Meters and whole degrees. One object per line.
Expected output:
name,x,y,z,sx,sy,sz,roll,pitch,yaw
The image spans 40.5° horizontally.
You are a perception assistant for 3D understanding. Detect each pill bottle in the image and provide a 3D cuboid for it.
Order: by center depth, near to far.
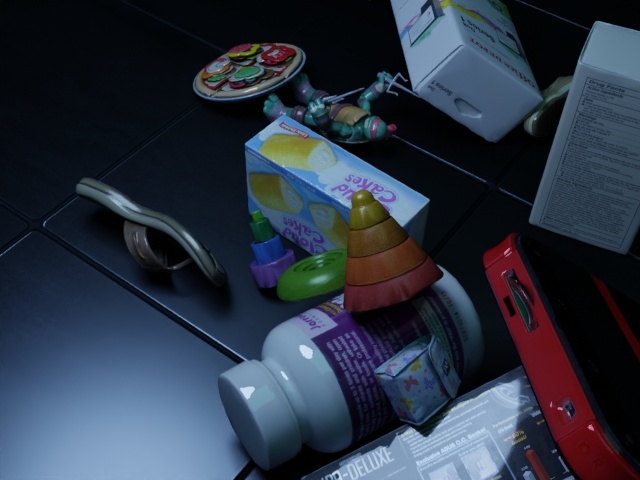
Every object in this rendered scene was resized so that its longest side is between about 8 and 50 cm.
pill bottle,0.036,0.152,1.055,0.302,0.169,0.169,-25,54,-23

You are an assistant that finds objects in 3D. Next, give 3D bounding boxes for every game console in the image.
game console,0.355,0.172,0.994,0.342,0.060,0.386,29,29,-27

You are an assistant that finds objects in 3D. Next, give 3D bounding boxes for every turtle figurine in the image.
turtle figurine,0.033,-0.210,1.409,0.234,0.118,0.175,17,30,33

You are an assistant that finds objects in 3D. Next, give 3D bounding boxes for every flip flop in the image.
flip flop,-0.246,-0.002,1.228,0.277,0.112,0.080,29,79,18

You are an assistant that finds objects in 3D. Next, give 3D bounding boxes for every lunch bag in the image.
lunch bag,0.115,0.153,0.970,0.083,0.071,0.053,-33,14,-27

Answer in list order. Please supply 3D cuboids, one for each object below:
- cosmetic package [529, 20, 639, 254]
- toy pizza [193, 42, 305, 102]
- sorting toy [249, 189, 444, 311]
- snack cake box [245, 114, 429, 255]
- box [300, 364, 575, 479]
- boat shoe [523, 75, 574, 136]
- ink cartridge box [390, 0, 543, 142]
cosmetic package,0.415,-0.137,1.236,0.160,0.309,0.113,20,50,13
toy pizza,-0.125,-0.299,1.492,0.201,0.032,0.201,-10,36,8
sorting toy,0.000,0.000,1.087,0.127,0.126,0.366,-26,14,-28
snack cake box,0.019,-0.047,1.241,0.264,0.152,0.089,32,55,24
box,0.161,0.301,0.924,0.308,0.076,0.242,-28,52,2
boat shoe,0.391,-0.233,1.491,0.072,0.068,0.190,24,41,33
ink cartridge box,0.241,-0.328,1.465,0.201,0.117,0.278,25,40,-31
